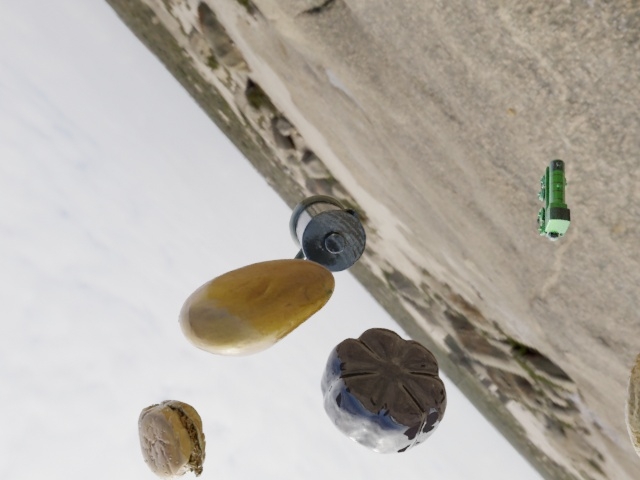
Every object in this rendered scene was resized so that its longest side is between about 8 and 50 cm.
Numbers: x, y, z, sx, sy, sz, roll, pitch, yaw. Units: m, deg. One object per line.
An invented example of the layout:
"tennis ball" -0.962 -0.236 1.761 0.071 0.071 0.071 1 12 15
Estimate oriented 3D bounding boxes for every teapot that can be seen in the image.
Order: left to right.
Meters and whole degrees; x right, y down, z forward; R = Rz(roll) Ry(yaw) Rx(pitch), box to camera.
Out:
"teapot" 0.000 0.000 1.815 0.200 0.270 0.337 41 -178 -13

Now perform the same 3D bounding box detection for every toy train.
"toy train" 0.679 -0.121 1.745 0.085 0.251 0.119 6 150 11

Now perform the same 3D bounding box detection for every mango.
"mango" -0.080 0.089 0.835 0.147 0.227 0.109 -150 47 -63

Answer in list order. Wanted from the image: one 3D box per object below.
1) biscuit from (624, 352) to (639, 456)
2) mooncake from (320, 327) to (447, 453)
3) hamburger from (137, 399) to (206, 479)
"biscuit" 0.690 0.303 1.215 0.091 0.274 0.213 -1 108 53
"mooncake" 0.122 0.280 1.145 0.245 0.245 0.133 49 140 34
"hamburger" -0.275 0.370 1.116 0.083 0.147 0.138 -16 -80 -47
